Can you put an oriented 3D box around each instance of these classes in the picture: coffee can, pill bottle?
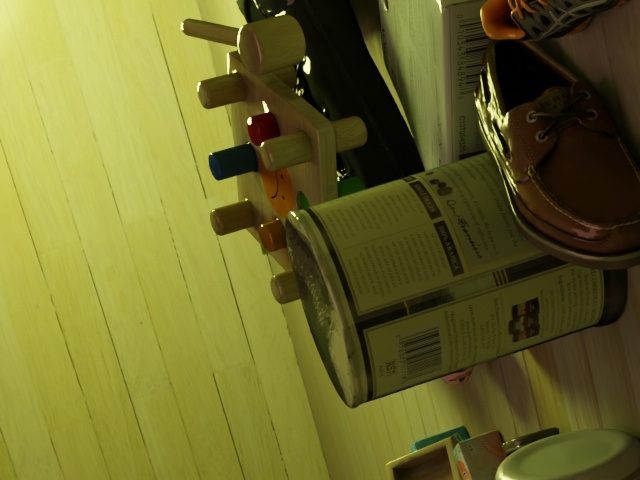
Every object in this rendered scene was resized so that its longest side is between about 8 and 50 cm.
[{"bbox_3d":[0.127,0.026,1.411,0.201,0.275,0.201,163,90,-80],"label":"coffee can"},{"bbox_3d":[0.281,0.337,1.468,0.153,0.153,0.264,-157,51,-77],"label":"pill bottle"}]

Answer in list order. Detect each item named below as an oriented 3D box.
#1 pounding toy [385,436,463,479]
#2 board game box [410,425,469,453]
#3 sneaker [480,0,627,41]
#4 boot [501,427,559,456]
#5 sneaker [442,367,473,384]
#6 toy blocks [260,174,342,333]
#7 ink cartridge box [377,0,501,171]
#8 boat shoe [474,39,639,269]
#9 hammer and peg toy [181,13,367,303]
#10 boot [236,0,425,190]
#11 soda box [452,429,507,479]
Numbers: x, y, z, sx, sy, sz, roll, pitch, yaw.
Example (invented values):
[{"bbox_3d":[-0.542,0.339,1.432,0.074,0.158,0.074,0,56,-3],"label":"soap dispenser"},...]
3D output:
[{"bbox_3d":[0.168,0.381,2.077,0.100,0.130,0.141,38,-148,-49],"label":"pounding toy"},{"bbox_3d":[0.225,0.484,2.240,0.308,0.086,0.302,92,159,-63],"label":"board game box"},{"bbox_3d":[0.193,-0.212,1.193,0.215,0.083,0.084,115,138,-74],"label":"sneaker"},{"bbox_3d":[0.280,0.335,1.703,0.189,0.076,0.208,59,-164,-67],"label":"boot"},{"bbox_3d":[0.125,0.077,2.003,0.319,0.112,0.131,-119,18,-53],"label":"sneaker"},{"bbox_3d":[0.000,0.000,2.201,0.261,0.191,0.381,-104,0,-69],"label":"toy blocks"},{"bbox_3d":[0.126,-0.222,1.570,0.324,0.071,0.330,82,175,-46],"label":"ink cartridge box"},{"bbox_3d":[0.203,-0.085,1.274,0.307,0.111,0.104,-122,16,-56],"label":"boat shoe"},{"bbox_3d":[-0.048,-0.124,1.736,0.266,0.127,0.361,44,144,51],"label":"hammer and peg toy"},{"bbox_3d":[0.037,-0.188,1.935,0.445,0.146,0.367,61,-176,15],"label":"boot"},{"bbox_3d":[0.242,0.356,1.984,0.058,0.063,0.183,101,150,-70],"label":"soda box"}]
